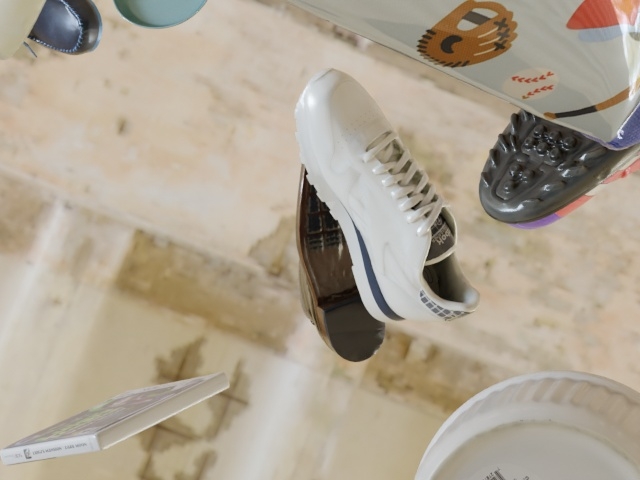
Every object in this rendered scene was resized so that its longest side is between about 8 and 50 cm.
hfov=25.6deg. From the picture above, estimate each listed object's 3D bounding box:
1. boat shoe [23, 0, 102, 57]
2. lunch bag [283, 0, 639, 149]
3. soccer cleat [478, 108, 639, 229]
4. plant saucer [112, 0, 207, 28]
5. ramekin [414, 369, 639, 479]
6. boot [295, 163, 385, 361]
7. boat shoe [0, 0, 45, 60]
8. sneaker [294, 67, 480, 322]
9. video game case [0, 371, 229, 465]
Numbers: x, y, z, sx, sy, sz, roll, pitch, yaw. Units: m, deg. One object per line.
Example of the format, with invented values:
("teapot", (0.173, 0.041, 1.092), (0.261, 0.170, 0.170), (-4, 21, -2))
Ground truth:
("boat shoe", (-0.380, -0.289, 1.713), (0.258, 0.109, 0.089), (26, -158, 28))
("lunch bag", (0.113, -0.277, 0.691), (0.328, 0.385, 0.239), (19, -160, -41))
("soccer cleat", (0.253, -0.099, 1.106), (0.109, 0.318, 0.116), (28, 153, 42))
("plant saucer", (-0.173, -0.281, 1.566), (0.119, 0.119, 0.021), (20, 162, 18))
("ramekin", (0.149, 0.190, 0.903), (0.207, 0.207, 0.109), (20, -175, 17))
("boot", (0.000, 0.000, 1.330), (0.082, 0.219, 0.106), (-12, -165, -21))
("boat shoe", (-0.146, -0.135, 0.545), (0.081, 0.079, 0.227), (23, -164, -26))
("sneaker", (0.060, -0.038, 1.161), (0.095, 0.090, 0.235), (-1, 122, 52))
("video game case", (-0.219, 0.189, 1.500), (0.173, 0.022, 0.190), (-16, -175, 43))
